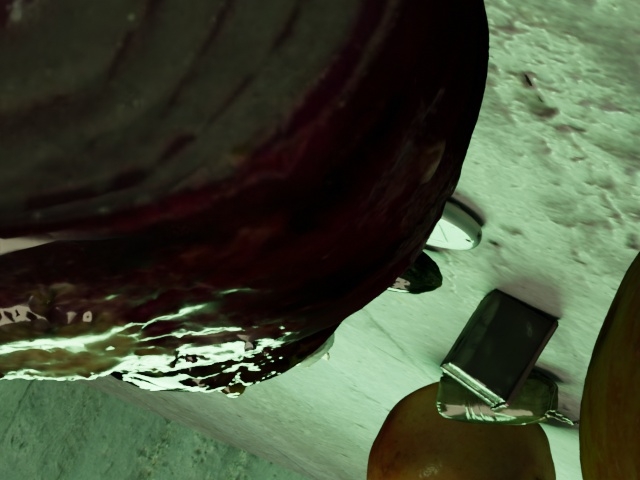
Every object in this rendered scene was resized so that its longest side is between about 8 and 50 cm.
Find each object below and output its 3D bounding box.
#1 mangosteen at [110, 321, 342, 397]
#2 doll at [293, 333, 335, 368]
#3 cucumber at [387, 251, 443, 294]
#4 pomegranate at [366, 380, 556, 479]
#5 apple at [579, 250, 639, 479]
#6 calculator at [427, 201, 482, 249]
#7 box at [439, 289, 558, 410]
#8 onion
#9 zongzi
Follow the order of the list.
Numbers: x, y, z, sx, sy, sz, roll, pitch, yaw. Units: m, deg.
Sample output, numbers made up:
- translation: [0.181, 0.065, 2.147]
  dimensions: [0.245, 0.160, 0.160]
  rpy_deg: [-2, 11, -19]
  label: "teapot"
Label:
- translation: [-0.093, -0.029, 1.125]
  dimensions: [0.231, 0.231, 0.289]
  rpy_deg: [43, -166, -52]
  label: "mangosteen"
- translation: [-0.029, 0.096, 1.754]
  dimensions: [0.084, 0.073, 0.127]
  rpy_deg: [56, 179, 29]
  label: "doll"
- translation: [0.000, 0.000, 1.338]
  dimensions: [0.215, 0.052, 0.058]
  rpy_deg: [21, -174, 18]
  label: "cucumber"
- translation: [0.147, 0.246, 1.719]
  dimensions: [0.209, 0.209, 0.209]
  rpy_deg: [24, 167, 6]
  label: "pomegranate"
- translation: [0.255, 0.101, 0.827]
  dimensions: [0.264, 0.264, 0.264]
  rpy_deg: [24, 167, 6]
  label: "apple"
- translation: [0.047, -0.027, 1.204]
  dimensions: [0.153, 0.021, 0.095]
  rpy_deg: [17, 165, 20]
  label: "calculator"
- translation: [0.146, 0.089, 1.349]
  dimensions: [0.063, 0.084, 0.060]
  rpy_deg: [34, 168, 2]
  label: "box"
- translation: [-0.099, -0.076, 0.697]
  dimensions: [0.337, 0.281, 0.260]
  rpy_deg: [-8, 161, 3]
  label: "onion"
- translation: [0.202, 0.148, 1.587]
  dimensions: [0.154, 0.062, 0.130]
  rpy_deg: [0, 177, 28]
  label: "zongzi"
